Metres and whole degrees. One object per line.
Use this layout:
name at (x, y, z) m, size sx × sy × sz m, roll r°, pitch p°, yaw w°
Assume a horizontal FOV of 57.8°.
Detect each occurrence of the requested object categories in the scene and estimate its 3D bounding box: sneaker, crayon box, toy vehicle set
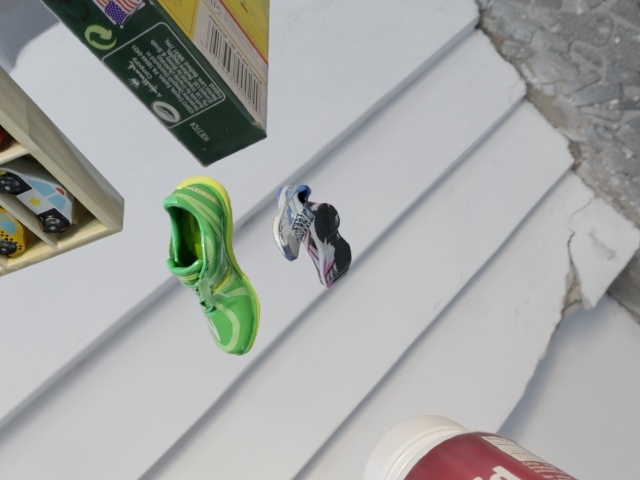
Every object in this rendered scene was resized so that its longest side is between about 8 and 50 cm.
sneaker at (-0.037, -0.033, 0.891) m, size 0.058 × 0.135 × 0.052 m, roll -14°, pitch 149°, yaw 23°
crayon box at (-0.134, -0.252, 0.572) m, size 0.081 × 0.318 × 0.202 m, roll -22°, pitch 135°, yaw 21°
sneaker at (0.000, 0.000, 1.000) m, size 0.077 × 0.072 × 0.178 m, roll 27°, pitch 138°, yaw 41°
toy vehicle set at (-0.272, -0.069, 0.359) m, size 0.267 × 0.166 × 0.035 m, roll 59°, pitch -165°, yaw -48°
sneaker at (-0.183, 0.051, 0.905) m, size 0.109 × 0.123 × 0.295 m, roll -6°, pitch 106°, yaw 33°

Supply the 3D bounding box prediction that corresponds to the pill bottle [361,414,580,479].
pill bottle at (0.205, 0.344, 0.627) m, size 0.224 × 0.224 × 0.392 m, roll 53°, pitch 166°, yaw -14°
